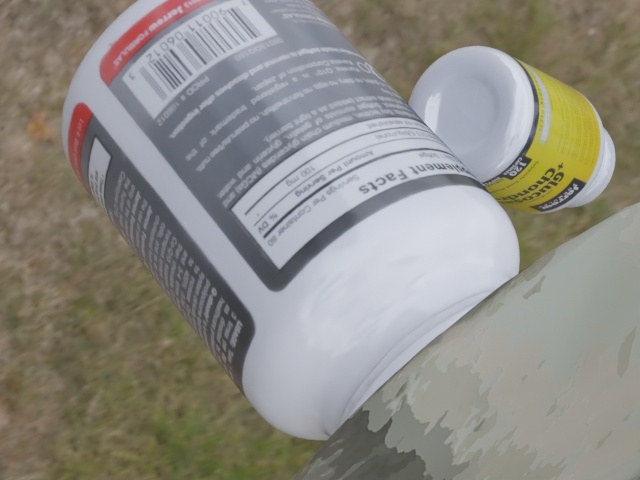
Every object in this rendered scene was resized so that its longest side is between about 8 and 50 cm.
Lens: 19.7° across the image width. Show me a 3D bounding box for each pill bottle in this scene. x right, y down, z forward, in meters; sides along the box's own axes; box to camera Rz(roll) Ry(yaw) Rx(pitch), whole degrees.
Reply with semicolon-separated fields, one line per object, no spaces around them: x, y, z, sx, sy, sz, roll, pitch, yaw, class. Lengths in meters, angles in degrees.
0.000;0.000;1.231;0.210;0.210;0.363;-17;54;-36;pill bottle
0.150;-0.076;1.382;0.184;0.103;0.103;16;64;-55;pill bottle

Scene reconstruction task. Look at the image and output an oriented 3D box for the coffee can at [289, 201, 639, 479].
0.117;0.151;0.407;0.275;0.201;0.201;45;56;-10;coffee can
